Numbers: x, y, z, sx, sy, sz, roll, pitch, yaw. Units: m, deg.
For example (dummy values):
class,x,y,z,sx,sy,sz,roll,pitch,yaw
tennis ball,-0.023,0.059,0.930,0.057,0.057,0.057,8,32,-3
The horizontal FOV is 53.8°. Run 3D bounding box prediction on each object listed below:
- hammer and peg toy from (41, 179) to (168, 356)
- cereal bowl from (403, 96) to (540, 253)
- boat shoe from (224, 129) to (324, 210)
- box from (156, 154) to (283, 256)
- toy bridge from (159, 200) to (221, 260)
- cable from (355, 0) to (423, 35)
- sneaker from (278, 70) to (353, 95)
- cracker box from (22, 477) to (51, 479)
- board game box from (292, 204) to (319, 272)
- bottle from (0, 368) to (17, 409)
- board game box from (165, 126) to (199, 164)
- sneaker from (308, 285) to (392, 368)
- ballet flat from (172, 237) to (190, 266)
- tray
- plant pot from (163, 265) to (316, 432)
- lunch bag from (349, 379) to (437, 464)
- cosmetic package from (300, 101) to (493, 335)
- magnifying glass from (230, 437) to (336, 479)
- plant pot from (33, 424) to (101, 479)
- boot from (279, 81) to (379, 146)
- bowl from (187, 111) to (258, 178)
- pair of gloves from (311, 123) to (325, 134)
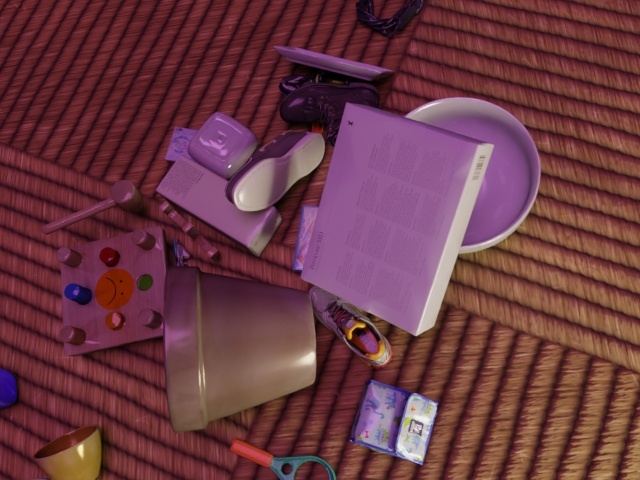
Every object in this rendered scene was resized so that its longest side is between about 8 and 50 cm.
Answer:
class,x,y,z,sx,sy,sz,roll,pitch,yaw
hammer and peg toy,-0.473,0.064,1.431,0.265,0.127,0.361,-14,71,7
cereal bowl,0.289,-0.126,1.355,0.338,0.141,0.339,-3,72,8
boat shoe,-0.111,-0.161,1.404,0.091,0.109,0.305,19,41,31
box,-0.232,-0.081,1.453,0.275,0.094,0.113,32,80,17
toy bridge,-0.299,-0.021,1.461,0.188,0.063,0.026,42,83,17
cable,0.177,-0.603,1.583,0.150,0.047,0.184,33,83,23
sneaker,-0.009,-0.381,1.520,0.188,0.078,0.067,4,73,12
cracker box,-0.502,0.574,1.257,0.232,0.156,0.067,36,82,19
board game box,0.000,0.000,1.424,0.103,0.026,0.154,6,74,12
bottle,-0.830,0.363,1.399,0.282,0.118,0.092,-17,71,3
board game box,-0.328,-0.231,1.556,0.090,0.020,0.090,10,74,12
sneaker,0.062,0.169,1.324,0.225,0.093,0.088,41,83,19
ballet flat,-0.322,0.049,1.461,0.041,0.041,0.114,-8,72,7
tray,0.032,-0.422,1.509,0.270,0.145,0.030,17,109,14
plant pot,-0.158,0.206,1.261,0.280,0.323,0.323,-2,71,-8
lunch bag,0.148,0.361,1.254,0.151,0.096,0.129,19,74,0
cosmetic package,0.137,-0.047,1.231,0.284,0.097,0.377,24,109,27
magnifying glass,-0.077,0.464,1.292,0.231,0.026,0.092,19,77,13
plant pot,-0.515,0.463,1.321,0.134,0.134,0.095,-19,96,3
boot,0.028,-0.273,1.397,0.262,0.091,0.229,-9,34,8
bowl,-0.236,-0.236,1.514,0.142,0.053,0.142,35,76,8
pair of gloves,0.018,-0.274,1.517,0.083,0.010,0.074,-2,70,7
